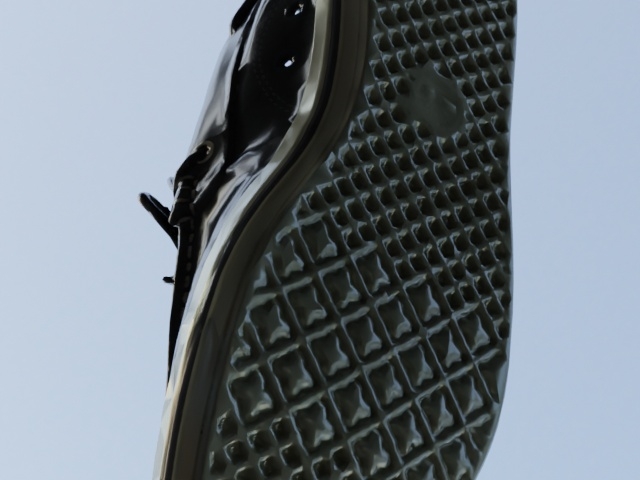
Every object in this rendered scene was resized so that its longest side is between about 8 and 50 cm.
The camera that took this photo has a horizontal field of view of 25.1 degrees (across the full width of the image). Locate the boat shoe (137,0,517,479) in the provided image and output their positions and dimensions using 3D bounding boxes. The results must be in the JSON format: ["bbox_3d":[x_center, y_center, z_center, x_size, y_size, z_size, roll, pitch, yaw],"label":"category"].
[{"bbox_3d":[0.000,0.000,0.800,0.187,0.500,0.156,33,-41,-28],"label":"boat shoe"}]
